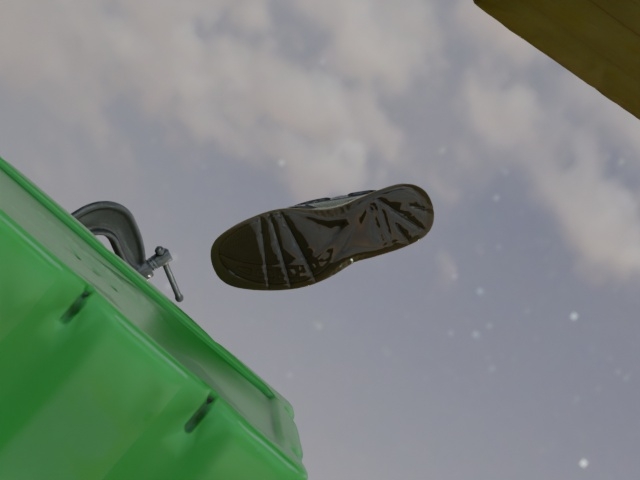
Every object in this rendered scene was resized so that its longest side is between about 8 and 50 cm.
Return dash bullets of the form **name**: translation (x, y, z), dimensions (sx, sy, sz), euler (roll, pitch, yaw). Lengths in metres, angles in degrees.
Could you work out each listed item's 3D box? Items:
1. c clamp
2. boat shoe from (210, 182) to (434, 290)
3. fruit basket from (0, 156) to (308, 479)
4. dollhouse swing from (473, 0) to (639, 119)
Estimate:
- **c clamp**: translation (-0.182, 0.037, 1.247), dimensions (0.022, 0.160, 0.137), euler (46, -24, 41)
- **boat shoe**: translation (0.000, 0.000, 1.101), dimensions (0.049, 0.152, 0.056), euler (162, -84, -80)
- **fruit basket**: translation (-0.232, 0.149, 0.852), dimensions (0.392, 0.392, 0.283), euler (44, 2, -7)
- **dollhouse swing**: translation (0.327, -0.266, 1.037), dimensions (0.315, 0.347, 0.305), euler (30, -27, -23)
